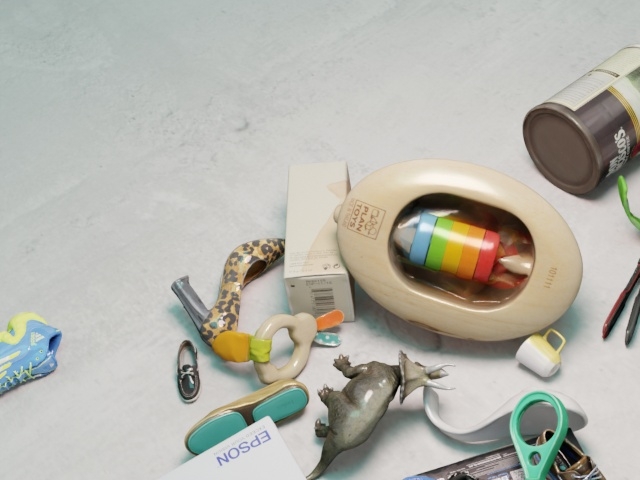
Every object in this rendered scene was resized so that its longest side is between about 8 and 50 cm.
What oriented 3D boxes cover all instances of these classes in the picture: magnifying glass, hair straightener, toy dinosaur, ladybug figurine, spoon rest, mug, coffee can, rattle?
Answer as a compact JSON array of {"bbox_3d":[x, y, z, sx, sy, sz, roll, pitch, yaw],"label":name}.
[{"bbox_3d":[0.323,0.338,1.589,0.092,0.026,0.230,-12,61,40],"label":"magnifying glass"},{"bbox_3d":[0.590,0.104,1.911,0.089,0.047,0.230,19,48,26],"label":"hair straightener"},{"bbox_3d":[0.060,0.274,1.754,0.313,0.121,0.160,-40,15,-16],"label":"toy dinosaur"},{"bbox_3d":[0.242,0.011,1.891,0.450,0.305,0.162,21,7,9],"label":"ladybug figurine"},{"bbox_3d":[0.300,0.290,1.738,0.276,0.137,0.084,-2,62,29],"label":"spoon rest"},{"bbox_3d":[0.386,0.198,1.834,0.062,0.078,0.064,-18,50,-41],"label":"mug"},{"bbox_3d":[0.577,-0.248,2.137,0.275,0.201,0.201,-34,50,-21],"label":"coffee can"},{"bbox_3d":[-0.071,0.179,1.942,0.200,0.130,0.143,-36,11,-37],"label":"rattle"}]

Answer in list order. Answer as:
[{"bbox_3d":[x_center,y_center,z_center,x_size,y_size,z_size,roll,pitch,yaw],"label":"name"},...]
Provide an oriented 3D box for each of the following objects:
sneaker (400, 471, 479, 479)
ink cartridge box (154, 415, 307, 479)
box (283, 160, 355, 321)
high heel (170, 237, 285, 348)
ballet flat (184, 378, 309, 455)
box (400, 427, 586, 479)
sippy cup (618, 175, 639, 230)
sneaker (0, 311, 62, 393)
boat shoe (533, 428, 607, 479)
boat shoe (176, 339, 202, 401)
[{"bbox_3d":[0.186,0.374,1.590,0.152,0.084,0.058,17,51,27],"label":"sneaker"},{"bbox_3d":[-0.147,0.479,1.648,0.324,0.071,0.330,-29,47,-10],"label":"ink cartridge box"},{"bbox_3d":[0.000,0.000,2.049,0.121,0.148,0.311,-4,47,6],"label":"box"},{"bbox_3d":[-0.132,0.105,2.029,0.261,0.093,0.186,-27,61,-21],"label":"high heel"},{"bbox_3d":[-0.130,0.307,1.840,0.232,0.080,0.073,-21,18,-13],"label":"ballet flat"},{"bbox_3d":[0.303,0.453,1.599,0.296,0.073,0.293,-16,46,-6],"label":"box"},{"bbox_3d":[0.719,-0.131,1.937,0.305,0.224,0.240,-34,29,-19],"label":"sippy cup"},{"bbox_3d":[-0.572,0.231,1.971,0.126,0.091,0.240,12,49,21],"label":"sneaker"},{"bbox_3d":[0.387,0.357,1.585,0.066,0.066,0.183,-31,49,-21],"label":"boat shoe"},{"bbox_3d":[-0.242,0.237,1.937,0.046,0.038,0.125,-7,45,4],"label":"boat shoe"}]
